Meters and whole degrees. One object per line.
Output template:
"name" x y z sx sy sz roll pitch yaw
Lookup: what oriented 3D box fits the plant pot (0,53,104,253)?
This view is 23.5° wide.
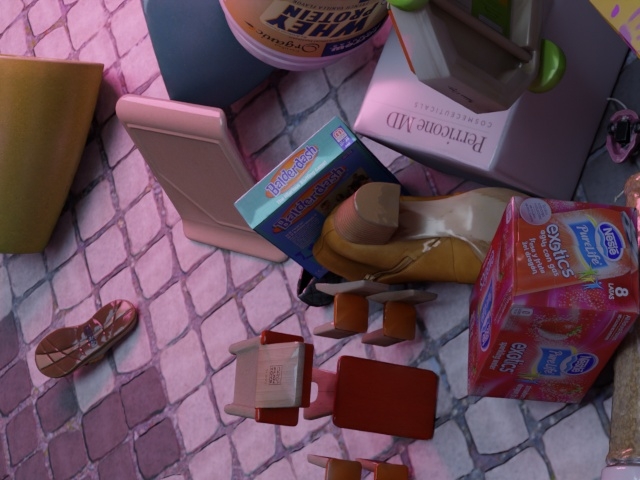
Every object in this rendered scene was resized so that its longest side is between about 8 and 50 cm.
"plant pot" -0.475 -0.133 2.328 0.274 0.274 0.294 11 98 44

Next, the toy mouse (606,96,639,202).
"toy mouse" 0.363 -0.102 1.687 0.161 0.031 0.143 28 94 44

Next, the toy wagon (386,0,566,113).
"toy wagon" 0.162 -0.308 1.558 0.068 0.267 0.344 -6 72 37

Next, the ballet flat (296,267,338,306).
"ballet flat" 0.000 0.000 1.968 0.057 0.049 0.173 -13 67 40

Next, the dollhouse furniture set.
"dollhouse furniture set" 0.033 0.171 1.732 0.135 0.259 0.262 -10 73 51

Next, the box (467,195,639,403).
"box" 0.233 0.067 1.576 0.257 0.128 0.123 101 173 -64

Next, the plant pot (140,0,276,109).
"plant pot" -0.133 -0.321 2.081 0.195 0.290 0.290 -15 60 0

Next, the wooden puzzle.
"wooden puzzle" -0.151 -0.088 2.045 0.221 0.239 0.044 13 48 44

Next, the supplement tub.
"supplement tub" -0.005 -0.345 1.817 0.316 0.228 0.228 121 154 -73

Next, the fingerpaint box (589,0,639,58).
"fingerpaint box" 0.502 -0.302 1.397 0.445 0.371 0.163 -48 50 20

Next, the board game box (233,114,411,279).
"board game box" 0.008 -0.047 1.840 0.160 0.210 0.047 -40 63 5

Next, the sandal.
"sandal" -0.334 0.147 2.226 0.180 0.049 0.072 -31 61 13

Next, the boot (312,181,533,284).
"boot" 0.146 0.010 1.781 0.211 0.295 0.104 121 161 -71

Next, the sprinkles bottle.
"sprinkles bottle" 0.356 0.109 1.557 0.121 0.121 0.355 -5 71 41

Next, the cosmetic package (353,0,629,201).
"cosmetic package" 0.238 -0.292 1.779 0.230 0.161 0.453 20 90 44
